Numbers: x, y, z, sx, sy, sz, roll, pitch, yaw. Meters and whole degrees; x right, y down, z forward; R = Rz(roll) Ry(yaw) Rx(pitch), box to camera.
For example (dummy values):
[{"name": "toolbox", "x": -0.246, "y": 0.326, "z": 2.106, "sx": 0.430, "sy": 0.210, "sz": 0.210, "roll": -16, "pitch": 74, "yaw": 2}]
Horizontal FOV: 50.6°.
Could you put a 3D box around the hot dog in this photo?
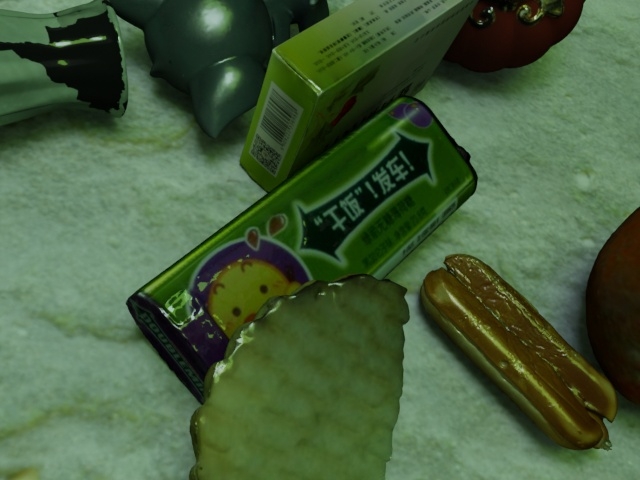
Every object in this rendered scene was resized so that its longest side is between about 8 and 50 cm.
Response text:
[{"name": "hot dog", "x": 0.192, "y": 0.110, "z": 0.653, "sx": 0.092, "sy": 0.062, "sz": 0.235, "roll": -33, "pitch": 74, "yaw": -29}]

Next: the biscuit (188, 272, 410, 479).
[{"name": "biscuit", "x": -0.015, "y": 0.154, "z": 0.518, "sx": 0.187, "sy": 0.036, "sz": 0.273, "roll": 15, "pitch": 77, "yaw": -32}]

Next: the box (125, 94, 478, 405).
[{"name": "box", "x": 0.000, "y": 0.000, "z": 0.630, "sx": 0.345, "sy": 0.097, "sz": 0.134, "roll": -41, "pitch": 96, "yaw": -29}]

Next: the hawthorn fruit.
[{"name": "hawthorn fruit", "x": 0.372, "y": 0.045, "z": 0.675, "sx": 0.210, "sy": 0.210, "sz": 0.262, "roll": 32, "pitch": 38, "yaw": 1}]

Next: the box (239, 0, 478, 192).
[{"name": "box", "x": 0.043, "y": -0.170, "z": 0.686, "sx": 0.062, "sy": 0.175, "sz": 0.260, "roll": 45, "pitch": 60, "yaw": 8}]

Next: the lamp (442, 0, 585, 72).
[{"name": "lamp", "x": 0.203, "y": -0.312, "z": 0.787, "sx": 0.227, "sy": 0.227, "sz": 0.226, "roll": 7, "pitch": 62, "yaw": -13}]

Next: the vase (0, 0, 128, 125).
[{"name": "vase", "x": -0.357, "y": -0.142, "z": 0.570, "sx": 0.360, "sy": 0.165, "sz": 0.165, "roll": -13, "pitch": 68, "yaw": -27}]

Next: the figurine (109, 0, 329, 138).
[{"name": "figurine", "x": -0.060, "y": -0.222, "z": 0.708, "sx": 0.265, "sy": 0.140, "sz": 0.193, "roll": -27, "pitch": 91, "yaw": -3}]
